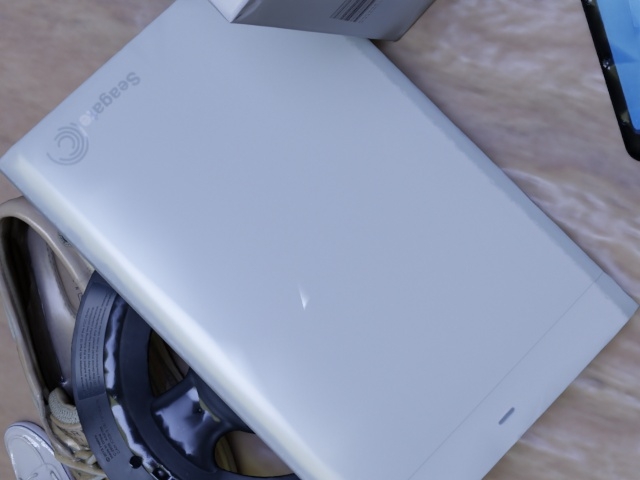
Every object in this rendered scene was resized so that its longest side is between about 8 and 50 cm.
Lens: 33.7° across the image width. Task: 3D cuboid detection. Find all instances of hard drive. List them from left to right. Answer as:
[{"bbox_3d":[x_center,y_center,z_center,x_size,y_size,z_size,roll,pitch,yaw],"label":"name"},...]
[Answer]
[{"bbox_3d":[0.000,0.000,0.598,0.307,0.040,0.203,45,80,3],"label":"hard drive"}]

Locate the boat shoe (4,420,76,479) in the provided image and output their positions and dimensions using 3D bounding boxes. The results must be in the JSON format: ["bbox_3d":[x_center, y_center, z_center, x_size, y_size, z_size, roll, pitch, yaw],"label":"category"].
[{"bbox_3d":[-0.196,0.175,0.746,0.035,0.035,0.100,-31,88,20],"label":"boat shoe"}]

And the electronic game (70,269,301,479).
[{"bbox_3d":[-0.032,0.069,0.628,0.229,0.048,0.229,1,81,-5],"label":"electronic game"}]

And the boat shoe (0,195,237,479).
[{"bbox_3d":[-0.137,0.112,0.683,0.109,0.098,0.302,-17,92,20],"label":"boat shoe"}]

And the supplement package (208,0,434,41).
[{"bbox_3d":[0.022,-0.217,0.493,0.145,0.262,0.204,47,109,7],"label":"supplement package"}]

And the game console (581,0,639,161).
[{"bbox_3d":[0.199,-0.106,0.549,0.071,0.107,0.122,-21,99,-8],"label":"game console"}]
